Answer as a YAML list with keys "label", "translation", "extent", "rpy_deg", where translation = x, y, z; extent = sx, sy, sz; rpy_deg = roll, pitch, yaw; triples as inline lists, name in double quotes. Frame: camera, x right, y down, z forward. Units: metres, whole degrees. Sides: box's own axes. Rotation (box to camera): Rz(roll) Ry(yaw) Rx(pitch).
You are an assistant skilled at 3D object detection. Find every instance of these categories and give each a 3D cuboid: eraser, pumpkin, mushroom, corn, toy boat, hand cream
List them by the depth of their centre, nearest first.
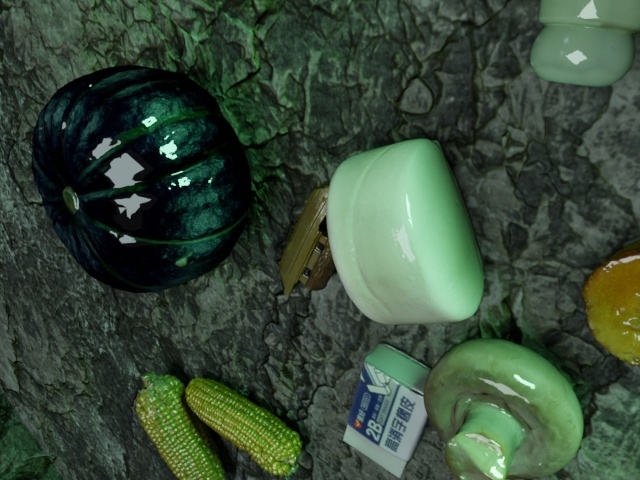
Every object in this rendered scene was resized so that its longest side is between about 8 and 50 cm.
- label: "hand cream"
  translation: [0.271, -0.298, 0.457]
  extent: [0.147, 0.093, 0.306]
  rpy_deg: [17, 112, 23]
- label: "mushroom"
  translation: [0.228, 0.238, 0.671]
  extent: [0.204, 0.204, 0.204]
  rpy_deg: [16, 121, 28]
- label: "toy boat"
  translation: [0.000, 0.000, 0.803]
  extent: [0.088, 0.068, 0.226]
  rpy_deg: [35, 125, 10]
- label: "pumpkin"
  translation: [-0.284, -0.095, 0.824]
  extent: [0.363, 0.266, 0.364]
  rpy_deg: [19, 123, 31]
- label: "eraser"
  translation: [0.117, 0.288, 0.860]
  extent: [0.124, 0.068, 0.210]
  rpy_deg: [26, 126, 22]
- label: "corn"
  translation: [-0.173, 0.384, 1.091]
  extent: [0.313, 0.102, 0.102]
  rpy_deg: [24, 124, 24]
- label: "corn"
  translation: [-0.332, 0.462, 1.223]
  extent: [0.130, 0.130, 0.347]
  rpy_deg: [-17, 103, 39]

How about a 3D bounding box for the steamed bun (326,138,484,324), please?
- label: "steamed bun"
  translation: [0.105, 0.000, 0.661]
  extent: [0.146, 0.164, 0.242]
  rpy_deg: [-11, 107, 39]

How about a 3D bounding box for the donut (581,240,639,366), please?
- label: "donut"
  translation: [0.389, 0.066, 0.562]
  extent: [0.178, 0.065, 0.162]
  rpy_deg: [1, 118, 34]
